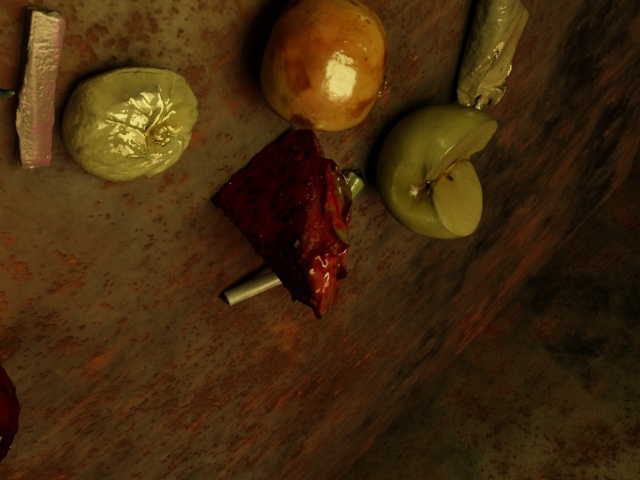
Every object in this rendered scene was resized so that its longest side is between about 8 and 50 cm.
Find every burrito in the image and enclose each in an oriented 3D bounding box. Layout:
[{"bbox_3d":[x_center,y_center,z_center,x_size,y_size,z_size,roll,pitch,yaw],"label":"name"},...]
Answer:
[{"bbox_3d":[0.392,-0.447,1.174,0.175,0.107,0.347,-47,150,-32],"label":"burrito"}]

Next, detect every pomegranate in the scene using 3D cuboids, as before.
[{"bbox_3d":[0.013,-0.272,0.812,0.215,0.215,0.215,-29,140,-28],"label":"pomegranate"}]

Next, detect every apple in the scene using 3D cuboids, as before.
[{"bbox_3d":[0.255,-0.164,1.167,0.258,0.233,0.295,-44,139,-43],"label":"apple"}]

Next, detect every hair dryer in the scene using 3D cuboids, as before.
[{"bbox_3d":[-0.102,0.090,1.118,0.236,0.131,0.073,-21,146,-16],"label":"hair dryer"}]

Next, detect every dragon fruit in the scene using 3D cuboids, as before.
[{"bbox_3d":[0.008,-0.006,0.915,0.228,0.329,0.286,-40,124,-12],"label":"dragon fruit"}]

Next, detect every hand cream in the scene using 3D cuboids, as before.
[{"bbox_3d":[0.014,-0.065,1.135,0.235,0.086,0.055,-50,162,-7],"label":"hand cream"}]

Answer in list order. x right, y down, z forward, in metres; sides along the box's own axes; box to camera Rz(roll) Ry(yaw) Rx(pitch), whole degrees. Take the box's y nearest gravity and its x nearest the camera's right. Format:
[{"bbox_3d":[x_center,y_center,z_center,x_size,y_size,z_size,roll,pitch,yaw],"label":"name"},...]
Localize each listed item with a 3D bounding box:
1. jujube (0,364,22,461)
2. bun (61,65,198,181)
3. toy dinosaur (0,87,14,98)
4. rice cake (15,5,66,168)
[{"bbox_3d":[-0.545,0.200,0.622,0.258,0.258,0.376,-40,156,-14],"label":"jujube"},{"bbox_3d":[-0.256,-0.158,0.715,0.188,0.111,0.164,-23,134,-28],"label":"bun"},{"bbox_3d":[-0.431,-0.233,0.497,0.248,0.075,0.188,3,112,-42],"label":"toy dinosaur"},{"bbox_3d":[-0.354,-0.185,0.646,0.047,0.036,0.206,2,121,-37],"label":"rice cake"}]
